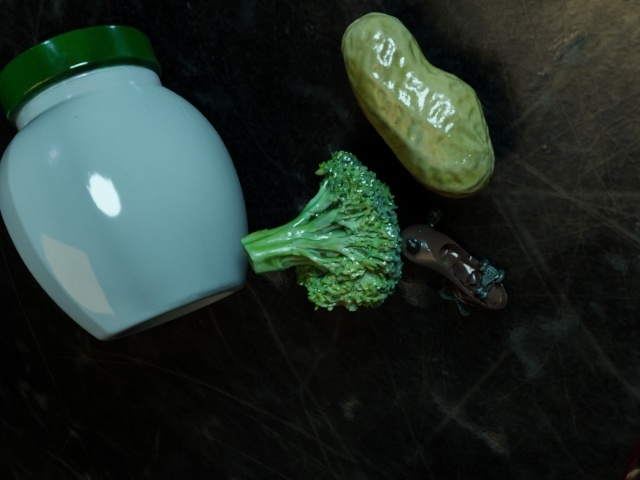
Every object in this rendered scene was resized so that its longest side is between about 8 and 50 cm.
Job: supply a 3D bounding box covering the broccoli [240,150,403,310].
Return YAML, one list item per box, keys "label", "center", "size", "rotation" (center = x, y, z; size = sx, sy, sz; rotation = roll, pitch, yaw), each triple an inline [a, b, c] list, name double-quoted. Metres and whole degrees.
- label: "broccoli"
  center: [0.000, 0.000, 0.972]
  size: [0.194, 0.194, 0.219]
  rotation: [34, 159, 11]

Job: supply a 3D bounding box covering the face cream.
- label: "face cream"
  center: [-0.251, -0.070, 1.033]
  size: [0.219, 0.313, 0.356]
  rotation: [-29, 83, 47]

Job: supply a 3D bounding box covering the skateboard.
- label: "skateboard"
  center: [0.159, 0.037, 0.988]
  size: [0.151, 0.067, 0.080]
  rotation: [42, 147, -2]

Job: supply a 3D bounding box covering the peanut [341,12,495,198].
- label: "peanut"
  center: [0.106, -0.145, 0.860]
  size: [0.108, 0.095, 0.226]
  rotation: [-38, 92, 32]

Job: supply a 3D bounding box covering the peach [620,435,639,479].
- label: "peach"
  center: [0.465, 0.212, 0.627]
  size: [0.406, 0.310, 0.334]
  rotation: [-16, 74, 46]
